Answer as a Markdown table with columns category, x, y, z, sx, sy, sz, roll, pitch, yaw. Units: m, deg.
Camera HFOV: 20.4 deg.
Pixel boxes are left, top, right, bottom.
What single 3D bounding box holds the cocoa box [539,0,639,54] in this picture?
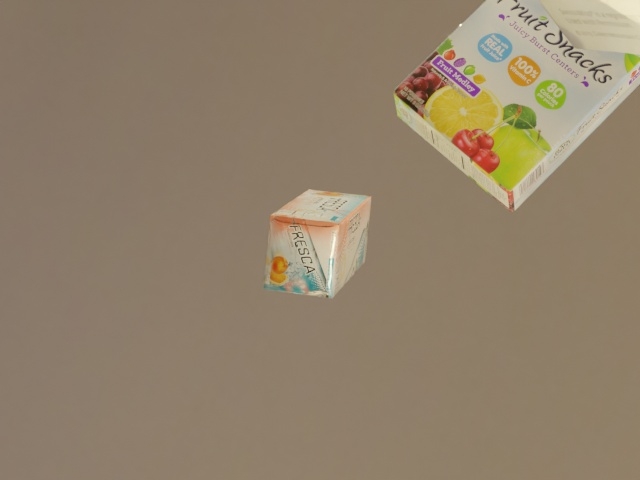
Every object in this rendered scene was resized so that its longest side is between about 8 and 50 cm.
| category | x | y | z | sx | sy | sz | roll | pitch | yaw |
| --- | --- | --- | --- | --- | --- | --- | --- | --- | --- |
| cocoa box | 0.234 | -0.237 | 0.862 | 0.228 | 0.231 | 0.347 | -46 | -154 | -13 |

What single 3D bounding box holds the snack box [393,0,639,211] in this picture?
| category | x | y | z | sx | sy | sz | roll | pitch | yaw |
| --- | --- | --- | --- | --- | --- | --- | --- | --- | --- |
| snack box | 0.128 | -0.101 | 1.081 | 0.141 | 0.100 | 0.037 | -44 | 160 | -9 |

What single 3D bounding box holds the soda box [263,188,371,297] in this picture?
| category | x | y | z | sx | sy | sz | roll | pitch | yaw |
| --- | --- | --- | --- | --- | --- | --- | --- | --- | --- |
| soda box | 0.000 | 0.000 | 1.467 | 0.183 | 0.058 | 0.063 | -40 | 137 | -77 |
